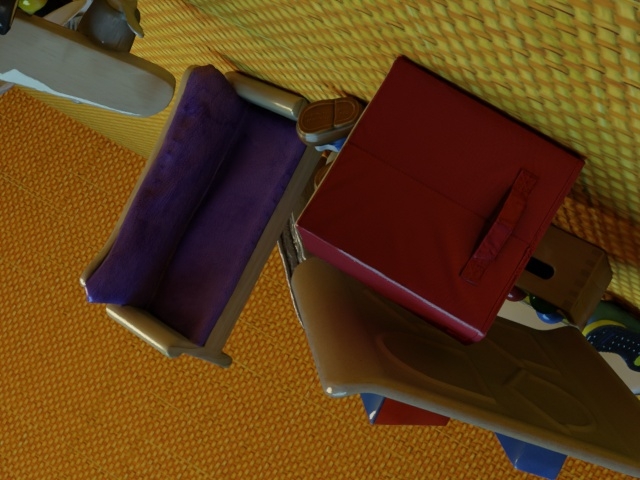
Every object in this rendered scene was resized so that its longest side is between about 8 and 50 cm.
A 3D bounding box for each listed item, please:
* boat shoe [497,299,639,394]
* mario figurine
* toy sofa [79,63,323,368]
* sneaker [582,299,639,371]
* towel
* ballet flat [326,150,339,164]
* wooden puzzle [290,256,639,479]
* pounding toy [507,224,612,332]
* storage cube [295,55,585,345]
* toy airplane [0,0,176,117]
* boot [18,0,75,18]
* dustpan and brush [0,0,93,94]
[{"bbox_3d":[0.410,0.175,1.914,0.301,0.108,0.102,20,170,27],"label":"boat shoe"},{"bbox_3d":[0.052,-0.032,1.394,0.170,0.198,0.320,11,162,29],"label":"mario figurine"},{"bbox_3d":[-0.139,-0.033,1.490,0.150,0.363,0.177,27,179,41],"label":"toy sofa"},{"bbox_3d":[0.413,0.120,1.591,0.209,0.069,0.082,23,-146,-38],"label":"sneaker"},{"bbox_3d":[0.000,0.000,1.688,0.049,0.282,0.187,-22,165,26],"label":"towel"},{"bbox_3d":[0.052,-0.074,1.639,0.086,0.086,0.248,29,174,15],"label":"ballet flat"},{"bbox_3d":[0.146,0.138,1.200,0.347,0.081,0.322,15,-164,-13],"label":"wooden puzzle"},{"bbox_3d":[0.256,0.039,1.428,0.181,0.094,0.206,28,174,24],"label":"pounding toy"},{"bbox_3d":[0.106,-0.028,1.091,0.193,0.184,0.215,31,176,5],"label":"storage cube"},{"bbox_3d":[-0.392,-0.258,1.255,0.384,0.273,0.386,-7,143,23],"label":"toy airplane"},{"bbox_3d":[-0.472,-0.307,1.596,0.094,0.207,0.246,27,175,32],"label":"boot"},{"bbox_3d":[-0.394,-0.258,1.616,0.147,0.211,0.060,127,118,-85],"label":"dustpan and brush"}]
